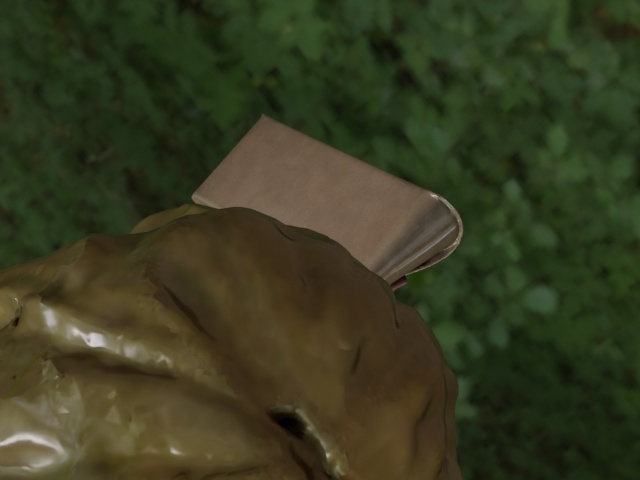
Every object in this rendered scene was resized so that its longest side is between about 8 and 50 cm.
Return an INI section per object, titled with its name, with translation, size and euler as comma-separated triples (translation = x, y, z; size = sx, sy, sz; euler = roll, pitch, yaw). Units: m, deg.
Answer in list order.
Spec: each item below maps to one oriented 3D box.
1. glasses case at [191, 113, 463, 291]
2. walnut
[glasses case]
translation = 0.000, 0.000, 0.997
size = 0.193, 0.102, 0.070
euler = 28, 163, 48
[walnut]
translation = -0.047, 0.083, 0.551
size = 0.198, 0.198, 0.245
euler = 53, 156, 1
